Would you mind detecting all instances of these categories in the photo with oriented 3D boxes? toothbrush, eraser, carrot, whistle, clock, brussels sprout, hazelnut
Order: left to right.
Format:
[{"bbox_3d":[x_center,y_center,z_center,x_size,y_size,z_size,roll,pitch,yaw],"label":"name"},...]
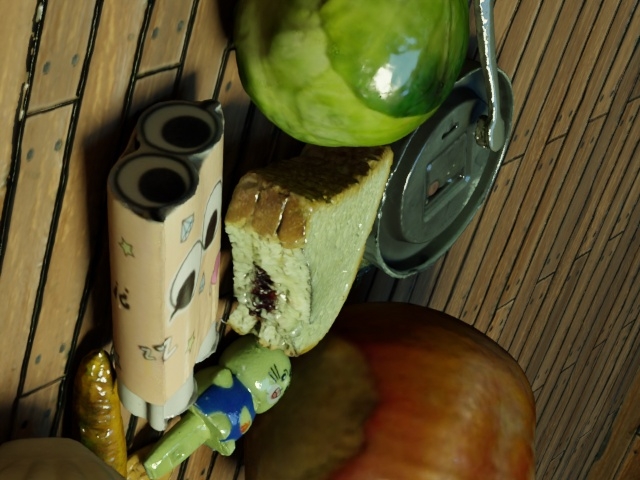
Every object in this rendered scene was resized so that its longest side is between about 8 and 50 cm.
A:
[{"bbox_3d":[-0.231,0.221,1.574,0.066,0.066,0.314,-34,144,-39],"label":"carrot"},{"bbox_3d":[-0.142,0.023,1.421,0.290,0.087,0.171,96,12,-46],"label":"eraser"},{"bbox_3d":[-0.111,0.184,1.706,0.227,0.085,0.105,-43,148,-26],"label":"whistle"},{"bbox_3d":[0.029,-0.211,1.351,0.219,0.210,0.271,-34,132,-48],"label":"brussels sprout"},{"bbox_3d":[0.083,0.254,1.842,0.366,0.366,0.365,-41,151,-28],"label":"hazelnut"},{"bbox_3d":[0.132,-0.089,1.813,0.280,0.055,0.280,-40,146,-34],"label":"clock"},{"bbox_3d":[0.183,-0.234,1.696,0.030,0.031,0.297,-36,132,-39],"label":"toothbrush"}]

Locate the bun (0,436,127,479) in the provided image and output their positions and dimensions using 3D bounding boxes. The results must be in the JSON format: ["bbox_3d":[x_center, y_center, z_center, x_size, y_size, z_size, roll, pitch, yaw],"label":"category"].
[{"bbox_3d":[-0.265,0.272,1.439,0.263,0.263,0.175,70,15,-60],"label":"bun"}]

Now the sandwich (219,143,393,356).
[{"bbox_3d":[-0.030,0.020,1.559,0.254,0.100,0.288,-66,169,20],"label":"sandwich"}]

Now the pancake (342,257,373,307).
[{"bbox_3d":[0.031,0.032,1.847,0.129,0.023,0.116,-55,154,-1],"label":"pancake"}]

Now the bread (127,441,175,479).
[{"bbox_3d":[-0.206,0.273,1.717,0.110,0.024,0.110,-40,150,-29],"label":"bread"}]
